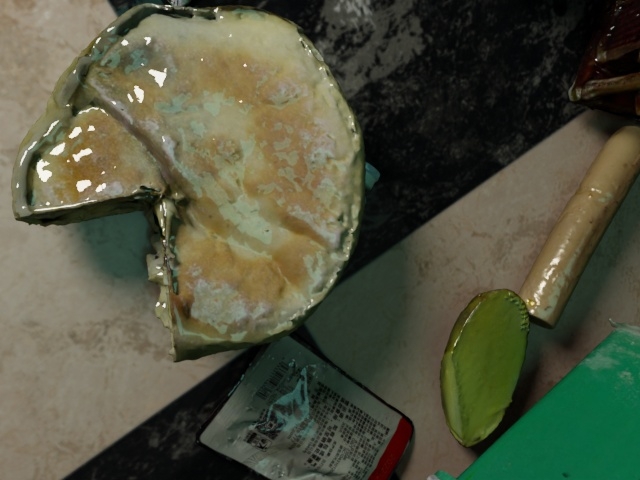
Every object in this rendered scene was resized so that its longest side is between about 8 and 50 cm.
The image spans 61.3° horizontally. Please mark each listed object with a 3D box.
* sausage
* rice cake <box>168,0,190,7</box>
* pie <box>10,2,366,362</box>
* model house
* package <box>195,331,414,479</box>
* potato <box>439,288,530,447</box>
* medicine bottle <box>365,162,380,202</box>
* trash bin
[{"bbox_3d":[0.347,-0.022,0.708,0.066,0.066,0.301,35,80,-20],"label":"sausage"},{"bbox_3d":[-0.085,-0.309,0.536,0.033,0.033,0.207,43,80,-28],"label":"rice cake"},{"bbox_3d":[-0.097,-0.065,0.505,0.338,0.075,0.337,2,83,-15],"label":"pie"},{"bbox_3d":[0.517,-0.269,0.617,0.317,0.282,0.297,12,82,-19],"label":"model house"},{"bbox_3d":[-0.005,0.218,0.610,0.239,0.030,0.154,40,79,-19],"label":"package"},{"bbox_3d":[0.193,0.151,0.670,0.119,0.054,0.197,-2,100,-26],"label":"potato"},{"bbox_3d":[0.000,0.000,0.584,0.051,0.051,0.191,32,83,-20],"label":"medicine bottle"},{"bbox_3d":[0.323,0.287,0.614,0.381,0.259,0.295,-40,122,-20],"label":"trash bin"}]
